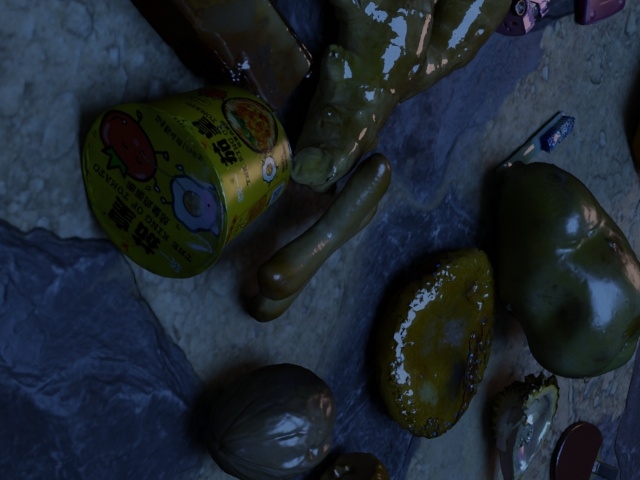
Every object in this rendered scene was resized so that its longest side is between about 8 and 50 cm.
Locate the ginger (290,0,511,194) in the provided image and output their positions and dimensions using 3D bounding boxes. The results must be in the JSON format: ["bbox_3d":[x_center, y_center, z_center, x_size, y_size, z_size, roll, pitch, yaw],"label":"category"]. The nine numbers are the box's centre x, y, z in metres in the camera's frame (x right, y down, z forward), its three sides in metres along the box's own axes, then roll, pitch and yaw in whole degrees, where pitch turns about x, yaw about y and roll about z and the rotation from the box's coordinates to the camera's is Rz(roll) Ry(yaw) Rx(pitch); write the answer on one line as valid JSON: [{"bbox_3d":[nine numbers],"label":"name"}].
[{"bbox_3d":[0.083,-0.219,1.497,0.363,0.122,0.348,7,100,-55],"label":"ginger"}]

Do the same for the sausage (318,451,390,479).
[{"bbox_3d":[0.063,0.430,1.687,0.112,0.112,0.328,-36,128,-35],"label":"sausage"}]

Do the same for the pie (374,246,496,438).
[{"bbox_3d":[0.166,0.137,1.729,0.273,0.069,0.273,-18,115,-44],"label":"pie"}]

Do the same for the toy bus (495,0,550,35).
[{"bbox_3d":[0.245,-0.370,1.649,0.090,0.063,0.203,-44,131,-30],"label":"toy bus"}]

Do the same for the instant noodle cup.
[{"bbox_3d":[-0.123,-0.072,1.263,0.144,0.182,0.182,-34,127,-47],"label":"instant noodle cup"}]

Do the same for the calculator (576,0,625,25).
[{"bbox_3d":[0.420,-0.417,1.853,0.126,0.034,0.190,-28,123,-42],"label":"calculator"}]

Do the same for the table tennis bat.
[{"bbox_3d":[0.459,0.384,2.181,0.220,0.019,0.130,27,82,-48],"label":"table tennis bat"}]

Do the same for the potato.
[{"bbox_3d":[0.351,0.039,1.801,0.351,0.202,0.218,66,32,-17],"label":"potato"}]

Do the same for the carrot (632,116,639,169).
[{"bbox_3d":[0.630,-0.248,2.021,0.331,0.193,0.214,-63,151,-9],"label":"carrot"}]

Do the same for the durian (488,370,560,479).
[{"bbox_3d":[0.297,0.292,1.931,0.140,0.078,0.224,-22,130,-56],"label":"durian"}]

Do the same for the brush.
[{"bbox_3d":[0.314,-0.131,1.835,0.178,0.030,0.033,-40,139,-33],"label":"brush"}]

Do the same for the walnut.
[{"bbox_3d":[-0.056,0.212,1.458,0.162,0.140,0.140,-32,126,-56],"label":"walnut"}]

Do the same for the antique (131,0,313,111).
[{"bbox_3d":[-0.124,-0.250,1.258,0.093,0.087,0.310,-56,137,-16],"label":"antique"}]

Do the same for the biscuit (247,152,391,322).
[{"bbox_3d":[0.000,0.001,1.435,0.208,0.047,0.164,-47,172,-18],"label":"biscuit"}]
